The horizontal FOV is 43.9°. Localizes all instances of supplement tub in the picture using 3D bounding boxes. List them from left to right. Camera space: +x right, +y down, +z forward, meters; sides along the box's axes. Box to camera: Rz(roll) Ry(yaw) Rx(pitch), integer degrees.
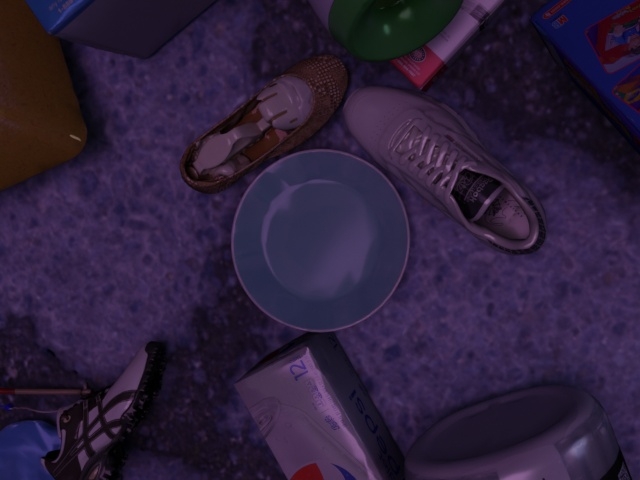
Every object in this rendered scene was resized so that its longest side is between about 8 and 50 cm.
[{"bbox_3d":[0.216,0.311,0.727,0.194,0.193,0.316,-22,91,15],"label":"supplement tub"}]

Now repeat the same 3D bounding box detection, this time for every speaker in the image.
[{"bbox_3d":[0.009,-0.302,0.691,0.131,0.131,0.296,-32,68,15],"label":"speaker"}]

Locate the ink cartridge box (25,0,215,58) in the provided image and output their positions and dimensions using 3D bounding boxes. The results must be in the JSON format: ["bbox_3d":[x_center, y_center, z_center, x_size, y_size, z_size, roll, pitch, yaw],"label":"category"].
[{"bbox_3d":[-0.210,-0.346,0.741,0.198,0.197,0.270,-36,88,14],"label":"ink cartridge box"}]

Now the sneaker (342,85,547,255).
[{"bbox_3d":[0.118,-0.072,0.754,0.235,0.095,0.090,36,105,8],"label":"sneaker"}]

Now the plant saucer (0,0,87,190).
[{"bbox_3d":[-0.447,-0.192,0.846,0.333,0.081,0.332,-21,81,15],"label":"plant saucer"}]

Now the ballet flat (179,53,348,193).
[{"bbox_3d":[-0.060,-0.114,0.803,0.206,0.067,0.073,-39,86,14],"label":"ballet flat"}]

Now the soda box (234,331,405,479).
[{"bbox_3d":[0.030,0.237,0.811,0.091,0.098,0.286,-29,90,15],"label":"soda box"}]

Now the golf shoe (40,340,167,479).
[{"bbox_3d":[-0.241,0.189,0.870,0.094,0.077,0.198,28,93,5],"label":"golf shoe"}]

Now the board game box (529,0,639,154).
[{"bbox_3d":[0.377,-0.203,0.621,0.347,0.078,0.233,-37,51,15],"label":"board game box"}]

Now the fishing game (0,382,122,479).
[{"bbox_3d":[-0.324,0.298,0.933,0.189,0.041,0.264,-1,91,6],"label":"fishing game"}]

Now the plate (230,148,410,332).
[{"bbox_3d":[0.000,0.000,0.815,0.188,0.024,0.188,-1,86,14],"label":"plate"}]

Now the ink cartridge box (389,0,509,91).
[{"bbox_3d":[0.110,-0.233,0.750,0.109,0.063,0.150,45,104,5],"label":"ink cartridge box"}]
